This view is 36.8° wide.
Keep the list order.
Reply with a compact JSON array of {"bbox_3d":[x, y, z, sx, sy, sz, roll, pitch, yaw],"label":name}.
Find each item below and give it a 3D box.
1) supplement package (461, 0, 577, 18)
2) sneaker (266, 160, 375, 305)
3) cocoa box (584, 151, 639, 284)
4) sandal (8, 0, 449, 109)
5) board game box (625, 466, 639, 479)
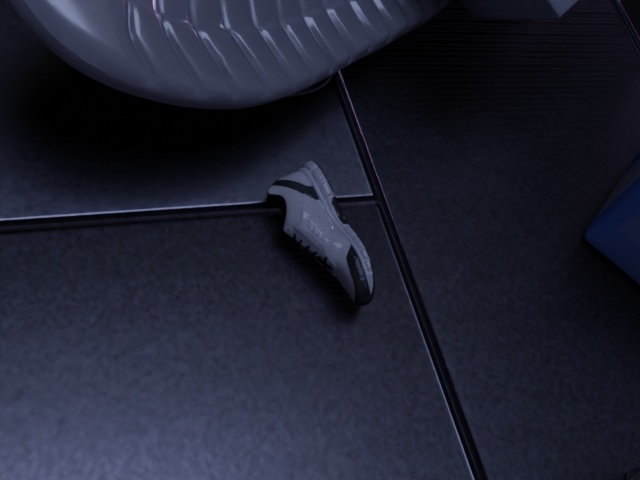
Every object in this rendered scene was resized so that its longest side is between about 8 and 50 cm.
[{"bbox_3d":[0.193,-0.297,0.721,0.244,0.139,0.134,-44,112,-5],"label":"supplement package"},{"bbox_3d":[0.000,0.000,0.645,0.043,0.040,0.109,-24,68,-16],"label":"sneaker"},{"bbox_3d":[0.426,-0.008,0.710,0.347,0.231,0.228,41,54,4],"label":"cocoa box"},{"bbox_3d":[-0.045,-0.171,0.695,0.416,0.102,0.169,-19,84,-45],"label":"sandal"},{"bbox_3d":[0.386,0.207,0.577,0.347,0.208,0.056,30,56,-4],"label":"board game box"}]
